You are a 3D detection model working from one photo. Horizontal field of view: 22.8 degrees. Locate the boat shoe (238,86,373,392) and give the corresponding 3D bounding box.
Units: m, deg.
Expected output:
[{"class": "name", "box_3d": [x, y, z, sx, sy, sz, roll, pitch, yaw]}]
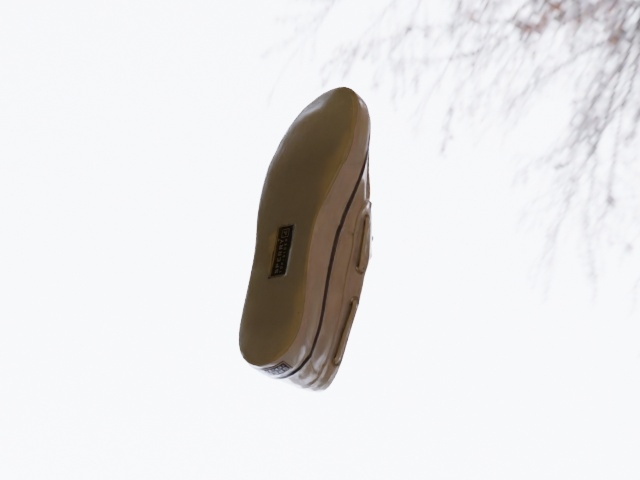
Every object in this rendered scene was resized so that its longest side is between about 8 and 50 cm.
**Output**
[{"class": "boat shoe", "box_3d": [0.000, 0.000, 1.314, 0.084, 0.095, 0.258, 35, -116, -42]}]
